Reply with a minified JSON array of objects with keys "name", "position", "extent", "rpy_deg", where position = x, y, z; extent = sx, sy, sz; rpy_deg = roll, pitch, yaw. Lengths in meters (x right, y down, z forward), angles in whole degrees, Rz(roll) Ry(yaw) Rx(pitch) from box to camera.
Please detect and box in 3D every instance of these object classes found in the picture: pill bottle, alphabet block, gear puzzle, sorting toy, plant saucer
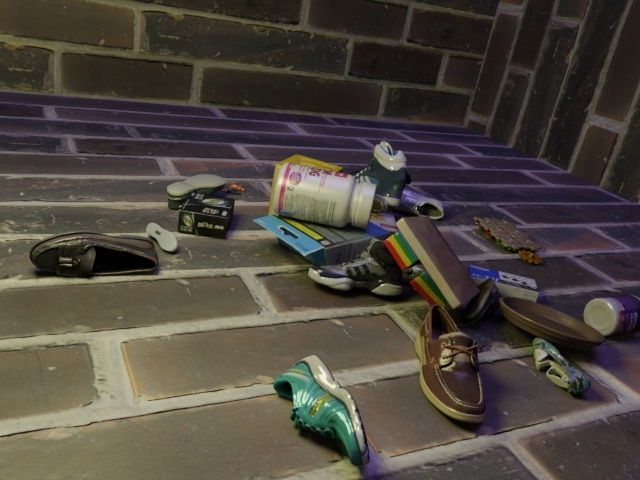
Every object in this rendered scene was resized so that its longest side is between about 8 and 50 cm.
[{"name":"pill bottle","position":[0.859,0.211,1.683],"extent":[0.194,0.108,0.108],"rpy_deg":[-2,26,-27]},{"name":"alphabet block","position":[-0.052,-0.167,2.044],"extent":[0.193,0.197,0.193],"rpy_deg":[16,24,14]},{"name":"gear puzzle","position":[0.712,0.007,2.187],"extent":[0.176,0.044,0.339],"rpy_deg":[4,27,-20]},{"name":"sorting toy","position":[0.289,0.066,1.553],"extent":[0.255,0.089,0.257],"rpy_deg":[58,22,11]},{"name":"plant saucer","position":[0.609,0.221,1.572],"extent":[0.278,0.041,0.278],"rpy_deg":[16,11,-3]},{"name":"pill bottle","position":[0.015,-0.129,1.750],"extent":[0.283,0.160,0.160],"rpy_deg":[12,23,5]}]

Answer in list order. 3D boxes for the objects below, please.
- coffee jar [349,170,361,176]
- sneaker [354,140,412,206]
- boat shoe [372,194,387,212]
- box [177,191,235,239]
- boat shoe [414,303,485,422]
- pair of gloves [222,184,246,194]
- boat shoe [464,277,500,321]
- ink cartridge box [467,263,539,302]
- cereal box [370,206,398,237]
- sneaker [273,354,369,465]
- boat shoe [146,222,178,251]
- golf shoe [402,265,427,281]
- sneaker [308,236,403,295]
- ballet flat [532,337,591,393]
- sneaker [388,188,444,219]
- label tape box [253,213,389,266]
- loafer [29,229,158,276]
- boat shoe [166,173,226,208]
[{"name":"coffee jar","position":[0.206,-0.226,2.445],"extent":[0.185,0.078,0.096],"rpy_deg":[23,24,29]},{"name":"sneaker","position":[0.205,-0.259,2.245],"extent":[0.130,0.236,0.323],"rpy_deg":[6,5,-37]},{"name":"boat shoe","position":[0.162,-0.134,2.117],"extent":[0.066,0.066,0.183],"rpy_deg":[-15,22,-36]},{"name":"box","position":[-0.357,-0.081,1.862],"extent":[0.148,0.077,0.180],"rpy_deg":[10,23,-3]},{"name":"boat shoe","position":[0.288,0.256,1.307],"extent":[0.124,0.123,0.342],"rpy_deg":[9,23,-4]},{"name":"pair of gloves","position":[-0.324,-0.192,2.220],"extent":[0.074,0.010,0.083],"rpy_deg":[14,24,7]},{"name":"boat shoe","position":[0.462,0.173,1.638],"extent":[0.073,0.080,0.223],"rpy_deg":[47,30,3]},{"name":"ink cartridge box","position":[0.554,0.133,1.810],"extent":[0.207,0.046,0.097],"rpy_deg":[13,22,7]},{"name":"cereal box","position":[0.180,-0.074,2.119],"extent":[0.173,0.047,0.240],"rpy_deg":[9,23,-4]},{"name":"sneaker","position":[0.002,0.324,1.095],"extent":[0.110,0.106,0.275],"rpy_deg":[-22,30,-20]},{"name":"boat shoe","position":[-0.447,-0.007,1.695],"extent":[0.142,0.049,0.040],"rpy_deg":[35,-6,35]},{"name":"golf shoe","position":[0.304,0.108,1.737],"extent":[0.176,0.069,0.086],"rpy_deg":[28,23,33]},{"name":"sneaker","position":[0.105,0.060,1.624],"extent":[0.269,0.152,0.101],"rpy_deg":[9,6,-9]},{"name":"ballet flat","position":[0.556,0.299,1.412],"extent":[0.070,0.070,0.188],"rpy_deg":[0,22,-24]},{"name":"sneaker","position":[0.365,-0.144,2.305],"extent":[0.258,0.094,0.091],"rpy_deg":[9,19,-6]},{"name":"label tape box","position":[0.000,0.000,1.795],"extent":[0.348,0.115,0.249],"rpy_deg":[-14,33,-40]},{"name":"loafer","position":[-0.553,0.040,1.470],"extent":[0.303,0.109,0.095],"rpy_deg":[-2,30,-34]},{"name":"boat shoe","position":[-0.423,-0.166,2.029],"extent":[0.095,0.079,0.255],"rpy_deg":[23,28,22]}]
